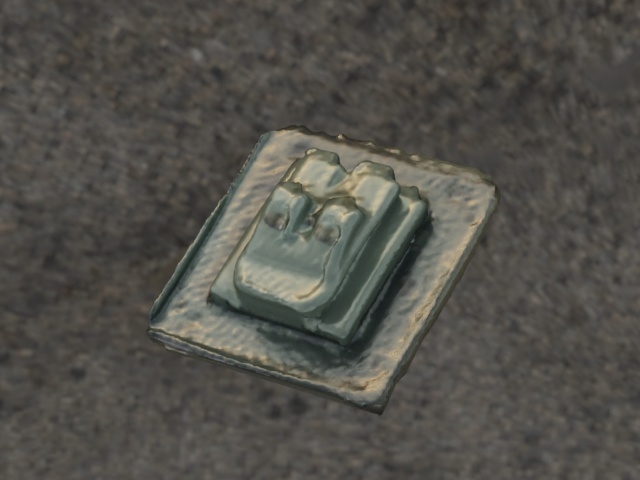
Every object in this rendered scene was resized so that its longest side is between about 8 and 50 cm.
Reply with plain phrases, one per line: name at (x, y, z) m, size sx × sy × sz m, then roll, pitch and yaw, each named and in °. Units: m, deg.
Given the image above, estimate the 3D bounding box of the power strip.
power strip at (0.000, 0.000, 1.122) m, size 0.198 × 0.064 × 0.213 m, roll 13°, pitch 58°, yaw 27°
